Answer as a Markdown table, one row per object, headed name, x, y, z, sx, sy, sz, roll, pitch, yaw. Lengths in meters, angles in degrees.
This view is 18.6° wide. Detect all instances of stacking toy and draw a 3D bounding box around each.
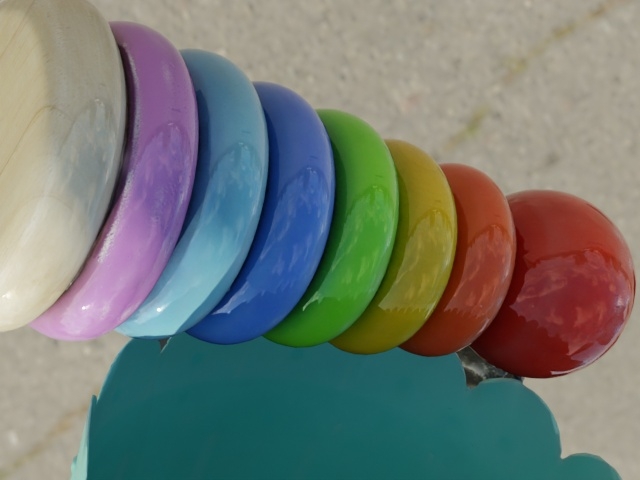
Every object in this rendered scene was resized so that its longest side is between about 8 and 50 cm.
| name | x | y | z | sx | sy | sz | roll | pitch | yaw |
| --- | --- | --- | --- | --- | --- | --- | --- | --- | --- |
| stacking toy | 0.000 | 0.000 | 0.854 | 0.330 | 0.141 | 0.141 | 15 | 134 | -32 |

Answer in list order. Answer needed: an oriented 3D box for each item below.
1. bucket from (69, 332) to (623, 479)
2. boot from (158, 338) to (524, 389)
| name | x | y | z | sx | sy | sz | roll | pitch | yaw |
| --- | --- | --- | --- | --- | --- | --- | --- | --- | --- |
| bucket | -0.001 | 0.178 | 0.878 | 0.281 | 0.281 | 0.183 | -1 | 128 | -35 |
| boot | 0.011 | 0.101 | 1.440 | 0.131 | 0.260 | 0.348 | 38 | 75 | -82 |
